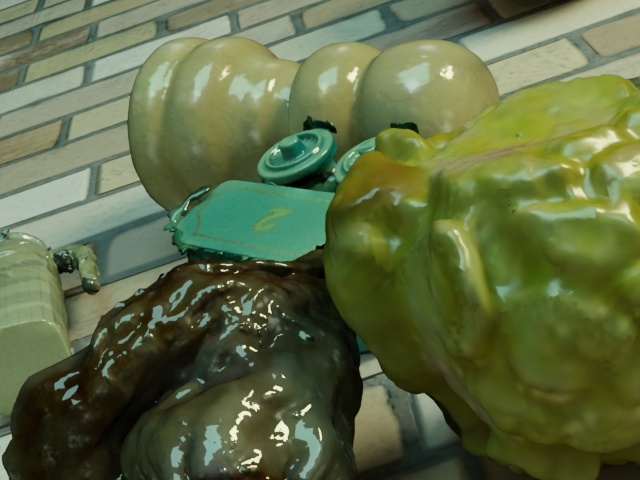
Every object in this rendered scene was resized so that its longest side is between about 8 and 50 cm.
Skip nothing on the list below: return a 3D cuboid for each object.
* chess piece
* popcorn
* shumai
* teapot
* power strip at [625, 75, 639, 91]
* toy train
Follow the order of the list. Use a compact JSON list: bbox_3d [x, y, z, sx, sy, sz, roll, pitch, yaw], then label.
[{"bbox_3d":[0.006,-0.098,1.135,0.300,0.167,0.167,1,32,30],"label":"chess piece"},{"bbox_3d":[0.126,0.025,0.721,0.259,0.212,0.259,-21,13,5],"label":"popcorn"},{"bbox_3d":[-0.041,0.121,0.760,0.218,0.184,0.185,-10,54,-49],"label":"shumai"},{"bbox_3d":[-0.225,0.052,1.081,0.107,0.077,0.200,-19,25,-6],"label":"teapot"},{"bbox_3d":[0.270,-0.103,1.075,0.268,0.034,0.092,-8,27,24],"label":"power strip"},{"bbox_3d":[0.000,0.000,0.987,0.203,0.112,0.163,7,43,47],"label":"toy train"}]
